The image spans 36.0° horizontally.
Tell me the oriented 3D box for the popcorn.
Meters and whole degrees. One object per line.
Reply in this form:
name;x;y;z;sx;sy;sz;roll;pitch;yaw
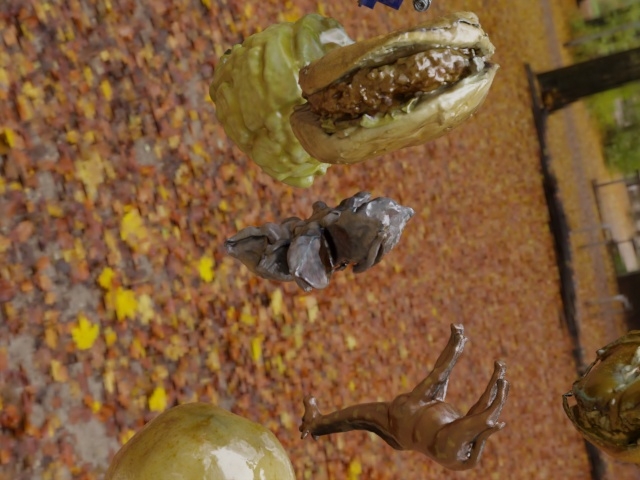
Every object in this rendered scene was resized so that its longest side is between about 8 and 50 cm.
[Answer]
popcorn;-0.025;-0.220;1.528;0.293;0.237;0.293;32;42;-33

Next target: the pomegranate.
pomegranate;-0.148;0.306;1.197;0.233;0.233;0.233;-13;90;-71

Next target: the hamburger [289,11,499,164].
hamburger;0.087;-0.177;1.183;0.283;0.260;0.144;-27;103;-79

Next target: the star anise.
star anise;0.000;0.000;1.222;0.229;0.236;0.093;-61;140;-68

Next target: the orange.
orange;0.332;0.163;0.991;0.112;0.160;0.170;52;23;-23

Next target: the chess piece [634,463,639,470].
chess piece;0.649;0.293;1.669;0.301;0.137;0.137;-61;148;-11

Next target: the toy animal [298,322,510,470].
toy animal;0.089;0.186;1.098;0.066;0.229;0.224;16;23;-50

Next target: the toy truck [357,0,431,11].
toy truck;0.126;-0.435;1.416;0.177;0.213;0.161;24;39;-9
